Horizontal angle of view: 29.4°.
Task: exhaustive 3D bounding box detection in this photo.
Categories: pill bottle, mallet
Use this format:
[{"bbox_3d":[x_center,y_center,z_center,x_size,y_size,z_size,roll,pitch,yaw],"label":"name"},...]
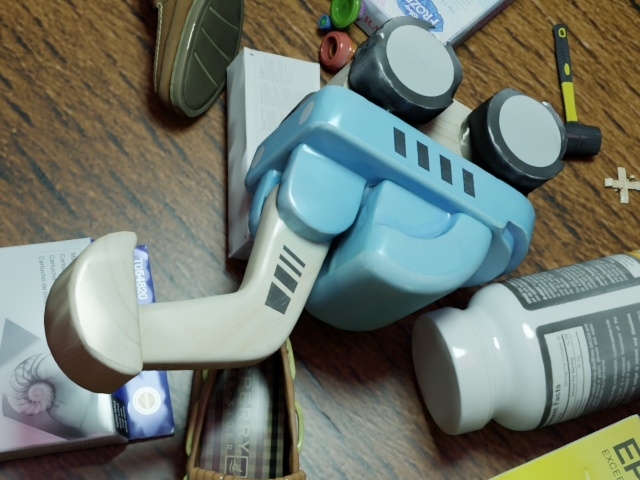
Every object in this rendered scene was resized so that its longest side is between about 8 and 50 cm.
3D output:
[{"bbox_3d":[0.250,0.112,1.308,0.278,0.162,0.162,-12,71,-15],"label":"pill bottle"},{"bbox_3d":[0.298,-0.188,1.513,0.062,0.039,0.190,-4,64,-10],"label":"mallet"}]

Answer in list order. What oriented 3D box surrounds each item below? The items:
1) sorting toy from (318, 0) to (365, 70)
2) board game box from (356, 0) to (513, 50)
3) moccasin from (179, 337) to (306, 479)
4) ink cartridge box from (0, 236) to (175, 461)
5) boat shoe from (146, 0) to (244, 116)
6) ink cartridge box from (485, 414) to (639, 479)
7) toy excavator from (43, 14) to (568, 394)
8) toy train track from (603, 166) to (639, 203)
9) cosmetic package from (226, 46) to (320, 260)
[{"bbox_3d":[0.031,-0.254,1.469,0.042,0.061,0.102,7,109,-39],"label":"sorting toy"},{"bbox_3d":[0.123,-0.409,1.547,0.318,0.066,0.319,-40,80,-23],"label":"board game box"},{"bbox_3d":[-0.070,0.249,1.195,0.139,0.147,0.380,9,67,-7],"label":"moccasin"},{"bbox_3d":[-0.274,0.109,1.268,0.224,0.045,0.223,-7,69,-14],"label":"ink cartridge box"},{"bbox_3d":[-0.152,-0.287,1.434,0.104,0.111,0.307,7,70,20],"label":"boat shoe"},{"bbox_3d":[0.304,0.330,1.148,0.307,0.072,0.304,-21,73,-17],"label":"ink cartridge box"},{"bbox_3d":[0.000,0.000,1.188,0.433,0.222,0.445,28,57,-19],"label":"toy excavator"},{"bbox_3d":[0.388,-0.069,1.489,0.083,0.014,0.048,4,68,-10],"label":"toy train track"},{"bbox_3d":[-0.052,-0.093,1.377,0.098,0.060,0.239,10,65,-27],"label":"cosmetic package"}]
